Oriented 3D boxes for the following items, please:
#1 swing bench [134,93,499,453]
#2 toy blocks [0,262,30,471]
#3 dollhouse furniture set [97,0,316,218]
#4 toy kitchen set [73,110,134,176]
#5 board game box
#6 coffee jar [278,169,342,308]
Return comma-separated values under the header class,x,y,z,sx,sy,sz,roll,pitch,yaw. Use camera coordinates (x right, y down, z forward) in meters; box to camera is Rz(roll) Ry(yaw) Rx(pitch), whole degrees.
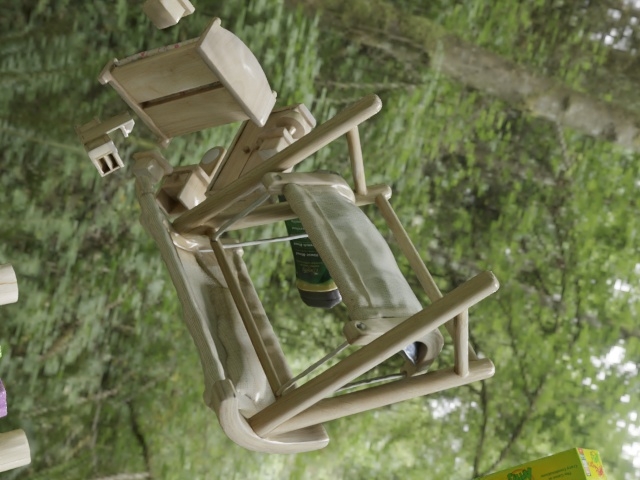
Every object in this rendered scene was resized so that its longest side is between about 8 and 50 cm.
class,x,y,z,sx,sy,sz,roll,pitch,yaw
swing bench,-0.008,0.036,0.845,0.165,0.254,0.253,77,-11,-53
toy blocks,-0.499,0.112,1.028,0.309,0.260,0.289,40,-47,48
dollhouse furniture set,-0.180,-0.218,1.281,0.355,0.303,0.174,52,48,-35
toy kitchen set,-0.255,-0.114,1.152,0.083,0.068,0.075,49,-15,52
board game box,0.253,0.305,1.142,0.092,0.181,0.043,23,47,-55
coffee jar,0.000,0.000,1.301,0.096,0.079,0.185,-44,129,-51
